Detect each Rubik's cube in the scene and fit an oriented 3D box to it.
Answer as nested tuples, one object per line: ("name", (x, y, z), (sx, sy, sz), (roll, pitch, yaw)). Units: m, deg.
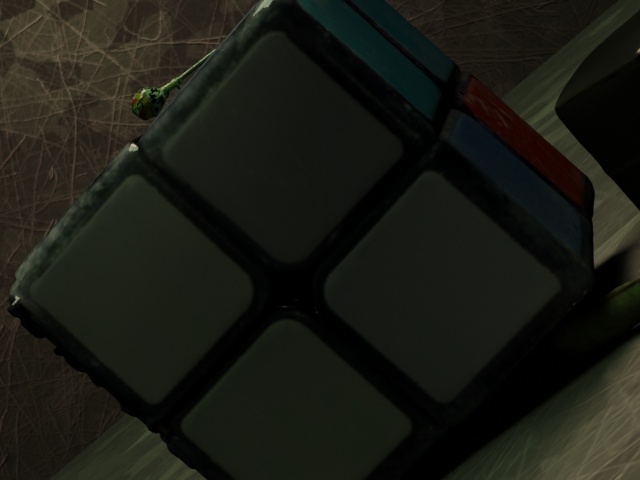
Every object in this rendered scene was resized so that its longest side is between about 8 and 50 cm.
("Rubik's cube", (0.000, 0.000, 1.366), (0.313, 0.316, 0.318), (-48, 4, 15))

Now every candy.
("candy", (-0.109, -0.120, 1.340), (0.083, 0.025, 0.023), (-40, 28, -23))

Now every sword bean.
("sword bean", (0.244, 0.023, 1.156), (0.043, 0.038, 0.269), (-40, 3, -38))

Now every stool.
("stool", (0.318, -0.137, 1.469), (0.232, 0.141, 0.232), (-39, 5, 4))
